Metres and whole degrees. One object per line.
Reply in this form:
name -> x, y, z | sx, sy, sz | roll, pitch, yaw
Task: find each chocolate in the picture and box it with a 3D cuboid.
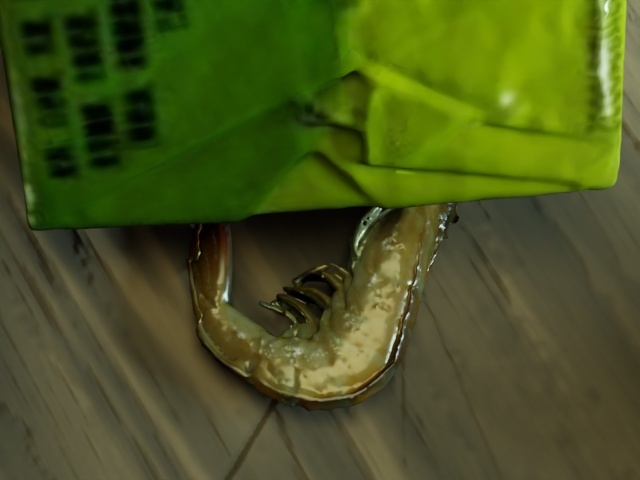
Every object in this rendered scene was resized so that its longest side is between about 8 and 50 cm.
chocolate -> -0.009, -0.164, 0.888 | 0.288, 0.301, 0.137 | -4, 35, -2

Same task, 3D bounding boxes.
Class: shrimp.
shrimp -> 0.000, 0.001, 0.971 | 0.124, 0.034, 0.178 | 18, 69, 8
